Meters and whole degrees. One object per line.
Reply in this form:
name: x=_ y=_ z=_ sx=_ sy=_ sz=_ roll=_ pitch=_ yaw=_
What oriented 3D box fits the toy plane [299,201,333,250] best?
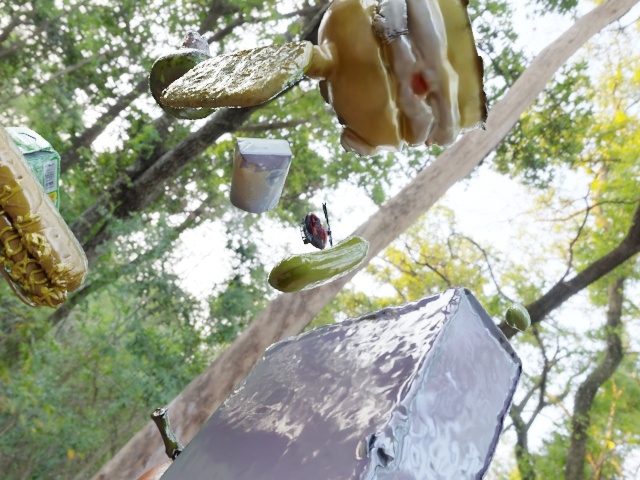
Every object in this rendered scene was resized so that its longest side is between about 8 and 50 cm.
toy plane: x=0.000 y=0.000 z=0.998 sx=0.037 sy=0.060 sz=0.145 roll=121 pitch=-45 yaw=-65

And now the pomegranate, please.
pomegranate: x=-0.233 y=-0.293 z=0.931 sx=0.138 sy=0.125 sz=0.163 roll=-6 pitch=-88 yaw=29

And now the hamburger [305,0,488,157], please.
hamburger: x=0.100 y=-0.252 z=0.776 sx=0.236 sy=0.276 sz=0.276 roll=-15 pitch=-50 yaw=9

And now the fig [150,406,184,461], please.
fig: x=-0.109 y=0.305 z=0.619 sx=0.170 sy=0.145 sz=0.274 roll=-37 pitch=-83 yaw=33

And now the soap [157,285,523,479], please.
soap: x=-0.016 y=0.187 z=0.436 sx=0.285 sy=0.296 sz=0.107 roll=-23 pitch=-73 yaw=47

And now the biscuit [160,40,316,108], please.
biscuit: x=-0.105 y=-0.194 z=0.627 sx=0.247 sy=0.118 sz=0.029 roll=13 pitch=-41 yaw=46

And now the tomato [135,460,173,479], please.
tomato: x=-0.208 y=0.462 z=0.801 sx=0.256 sy=0.224 sz=0.256 roll=49 pitch=-11 yaw=13

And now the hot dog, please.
hot dog: x=-0.247 y=-0.019 z=0.426 sx=0.165 sy=0.071 sz=0.045 roll=58 pitch=16 yaw=-1

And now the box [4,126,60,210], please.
box: x=-0.725 y=-0.136 z=1.313 sx=0.180 sy=0.103 sz=0.250 roll=33 pitch=-58 yaw=30

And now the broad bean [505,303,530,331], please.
broad bean: x=0.441 y=0.171 z=1.187 sx=0.083 sy=0.045 sz=0.063 roll=61 pitch=18 yaw=-81

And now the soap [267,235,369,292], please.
soap: x=0.000 y=0.032 z=0.681 sx=0.045 sy=0.140 sz=0.089 roll=65 pitch=-33 yaw=13

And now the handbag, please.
handbag: x=-0.129 y=-0.130 z=1.124 sx=0.173 sy=0.117 sz=0.095 roll=109 pitch=-26 yaw=-44
